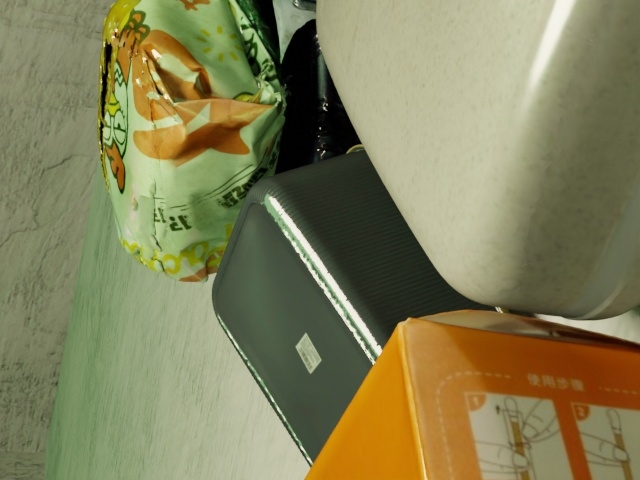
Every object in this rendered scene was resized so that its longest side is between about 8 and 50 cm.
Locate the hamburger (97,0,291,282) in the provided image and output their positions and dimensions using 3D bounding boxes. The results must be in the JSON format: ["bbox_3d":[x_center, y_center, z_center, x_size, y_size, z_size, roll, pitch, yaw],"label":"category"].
[{"bbox_3d":[-0.108,-0.099,0.896,0.214,0.125,0.235,-60,44,44],"label":"hamburger"}]

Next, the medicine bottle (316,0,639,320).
[{"bbox_3d":[0.096,-0.145,0.631,0.375,0.122,0.282,-110,33,-57],"label":"medicine bottle"}]

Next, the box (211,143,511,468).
[{"bbox_3d":[0.023,0.057,0.714,0.201,0.090,0.144,55,143,25],"label":"box"}]

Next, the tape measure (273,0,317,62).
[{"bbox_3d":[-0.045,-0.073,1.122,0.164,0.084,0.330,177,101,-77],"label":"tape measure"}]

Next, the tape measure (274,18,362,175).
[{"bbox_3d":[0.011,-0.074,0.905,0.199,0.112,0.186,163,115,-70],"label":"tape measure"}]

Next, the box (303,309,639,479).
[{"bbox_3d":[0.079,0.230,0.504,0.225,0.143,0.341,116,154,-46],"label":"box"}]
